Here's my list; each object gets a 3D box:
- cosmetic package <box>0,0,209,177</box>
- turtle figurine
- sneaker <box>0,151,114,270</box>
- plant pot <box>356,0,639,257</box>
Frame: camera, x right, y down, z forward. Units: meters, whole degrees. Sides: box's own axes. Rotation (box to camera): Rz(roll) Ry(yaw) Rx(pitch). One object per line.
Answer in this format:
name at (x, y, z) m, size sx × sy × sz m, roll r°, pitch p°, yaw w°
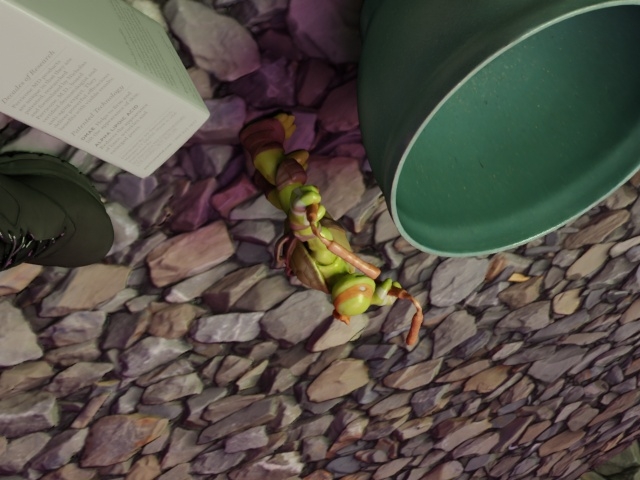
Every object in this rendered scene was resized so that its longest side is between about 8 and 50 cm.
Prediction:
cosmetic package at (-0.196, -0.141, 0.908) m, size 0.085 × 0.117 × 0.231 m, roll -42°, pitch 145°, yaw 17°
turtle figurine at (0.000, 0.000, 1.159) m, size 0.087 × 0.217 × 0.269 m, roll -34°, pitch 148°, yaw 8°
sneaker at (-0.271, -0.014, 1.013) m, size 0.109 × 0.130 × 0.286 m, roll -43°, pitch 147°, yaw 17°
plant pot at (0.150, -0.153, 1.084) m, size 0.293 × 0.196 × 0.293 m, roll -20°, pitch 146°, yaw -15°
